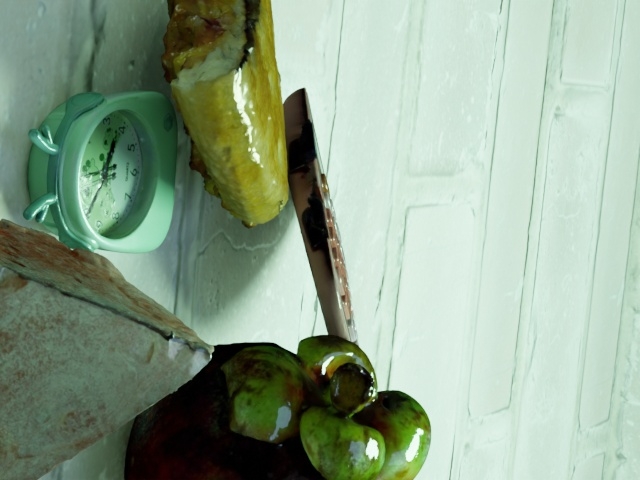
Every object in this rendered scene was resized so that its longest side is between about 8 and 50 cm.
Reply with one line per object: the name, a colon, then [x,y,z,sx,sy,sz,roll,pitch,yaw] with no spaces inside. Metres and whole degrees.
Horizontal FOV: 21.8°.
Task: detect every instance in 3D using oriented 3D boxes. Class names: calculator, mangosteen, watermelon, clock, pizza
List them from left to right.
watermelon: [-0.257,0.126,1.391,0.283,0.292,0.250,-15,132,-64]
clock: [-0.217,-0.067,1.585,0.211,0.066,0.159,-2,99,-60]
pizza: [-0.090,-0.150,1.656,0.409,0.114,0.277,-52,131,-89]
mangosteen: [-0.054,0.231,1.714,0.311,0.311,0.311,-25,119,-57]
calculator: [0.000,0.000,1.852,0.220,0.048,0.329,78,0,-50]
